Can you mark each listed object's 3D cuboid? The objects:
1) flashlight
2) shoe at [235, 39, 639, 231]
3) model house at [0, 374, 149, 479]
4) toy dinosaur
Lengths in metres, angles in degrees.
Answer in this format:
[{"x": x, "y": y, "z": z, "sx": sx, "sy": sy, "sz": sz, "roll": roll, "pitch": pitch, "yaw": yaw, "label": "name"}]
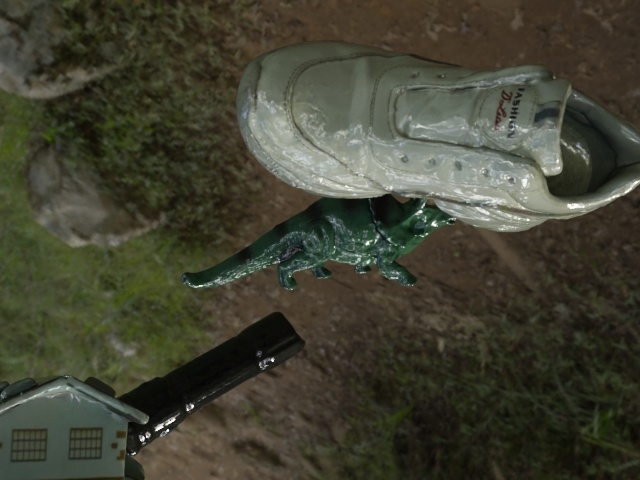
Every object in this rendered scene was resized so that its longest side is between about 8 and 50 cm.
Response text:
[{"x": -0.211, "y": 0.233, "z": 1.282, "sx": 0.103, "sy": 0.423, "sz": 0.103, "roll": 42, "pitch": 147, "yaw": 36, "label": "flashlight"}, {"x": 0.111, "y": -0.094, "z": 0.694, "sx": 0.341, "sy": 0.132, "sz": 0.210, "roll": 14, "pitch": 170, "yaw": -24, "label": "shoe"}, {"x": -0.276, "y": 0.242, "z": 0.838, "sx": 0.198, "sy": 0.216, "sz": 0.224, "roll": 3, "pitch": 169, "yaw": -26, "label": "model house"}, {"x": 0.007, "y": 0.015, "z": 0.913, "sx": 0.079, "sy": 0.291, "sz": 0.120, "roll": -117, "pitch": 3, "yaw": -67, "label": "toy dinosaur"}]
